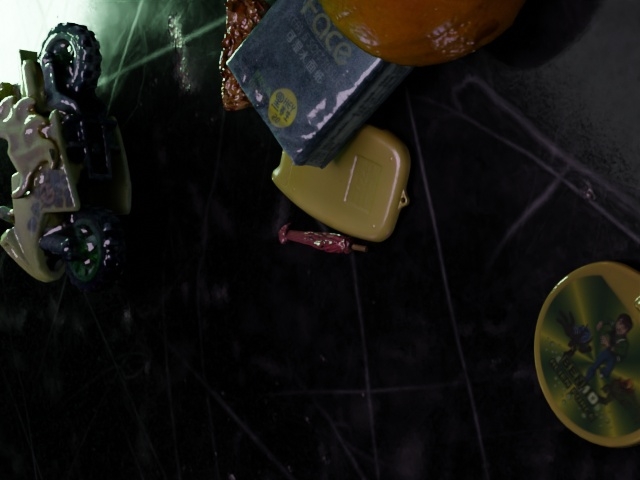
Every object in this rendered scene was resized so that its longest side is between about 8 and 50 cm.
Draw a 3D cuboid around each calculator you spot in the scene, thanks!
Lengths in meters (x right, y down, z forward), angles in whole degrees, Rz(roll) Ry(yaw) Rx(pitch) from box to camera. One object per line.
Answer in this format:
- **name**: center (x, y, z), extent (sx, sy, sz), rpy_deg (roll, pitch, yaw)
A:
- **calculator**: center (0.025, -0.092, 1.901), extent (0.236, 0.033, 0.157), rpy_deg (28, 112, 39)

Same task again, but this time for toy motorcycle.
- **toy motorcycle**: center (-0.389, -0.112, 2.237), extent (0.237, 0.168, 0.410), rpy_deg (-17, 76, 39)

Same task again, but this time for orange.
- **orange**: center (0.097, -0.352, 1.699), extent (0.274, 0.274, 0.310), rpy_deg (-23, 99, 44)

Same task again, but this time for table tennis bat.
- **table tennis bat**: center (0.339, 0.089, 1.591), extent (0.198, 0.050, 0.321), rpy_deg (59, 134, 27)

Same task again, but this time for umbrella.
- **umbrella**: center (0.000, 0.000, 1.942), extent (0.165, 0.025, 0.027), rpy_deg (9, 122, 47)

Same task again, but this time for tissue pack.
- **tissue pack**: center (0.019, -0.241, 1.837), extent (0.257, 0.081, 0.185), rpy_deg (-48, 62, 27)

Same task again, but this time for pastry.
- **pastry**: center (-0.094, -0.254, 1.977), extent (0.063, 0.087, 0.169), rpy_deg (7, 100, 11)
